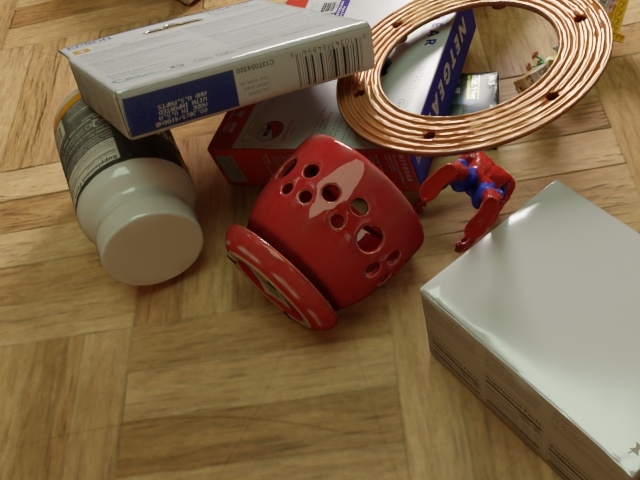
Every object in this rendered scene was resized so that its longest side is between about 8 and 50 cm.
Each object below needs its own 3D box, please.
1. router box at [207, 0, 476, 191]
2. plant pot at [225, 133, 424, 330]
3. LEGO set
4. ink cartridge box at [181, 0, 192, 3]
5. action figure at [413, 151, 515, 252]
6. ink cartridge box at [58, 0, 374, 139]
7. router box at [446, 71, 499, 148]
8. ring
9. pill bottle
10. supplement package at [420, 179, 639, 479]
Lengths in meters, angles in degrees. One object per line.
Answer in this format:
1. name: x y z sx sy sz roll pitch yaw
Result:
1. router box: 0.039 -0.226 1.061 0.301 0.082 0.335 3 54 27
2. plant pot: 0.000 0.000 0.867 0.191 0.191 0.174 33 74 32
3. LEGO set: 0.356 -0.310 1.062 0.107 0.132 0.287 29 88 48
4. ink cartridge box: -0.223 -0.674 1.434 0.285 0.166 0.395 34 67 31
5. action figure: 0.158 -0.037 0.866 0.091 0.280 0.139 42 112 7
6. ink cartridge box: -0.150 -0.240 0.973 0.324 0.071 0.330 -22 29 -21
7. router box: 0.206 -0.185 1.043 0.092 0.038 0.122 0 54 14
8. ring: 0.181 -0.218 0.906 0.336 0.032 0.337 -13 47 14
9. pill bottle: -0.262 -0.083 1.006 0.162 0.162 0.278 -26 53 -6
10. supplement package: 0.267 0.103 0.747 0.204 0.145 0.262 -37 55 -14
